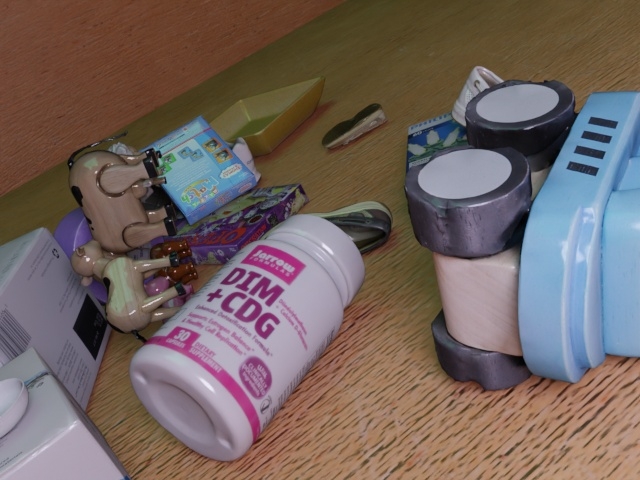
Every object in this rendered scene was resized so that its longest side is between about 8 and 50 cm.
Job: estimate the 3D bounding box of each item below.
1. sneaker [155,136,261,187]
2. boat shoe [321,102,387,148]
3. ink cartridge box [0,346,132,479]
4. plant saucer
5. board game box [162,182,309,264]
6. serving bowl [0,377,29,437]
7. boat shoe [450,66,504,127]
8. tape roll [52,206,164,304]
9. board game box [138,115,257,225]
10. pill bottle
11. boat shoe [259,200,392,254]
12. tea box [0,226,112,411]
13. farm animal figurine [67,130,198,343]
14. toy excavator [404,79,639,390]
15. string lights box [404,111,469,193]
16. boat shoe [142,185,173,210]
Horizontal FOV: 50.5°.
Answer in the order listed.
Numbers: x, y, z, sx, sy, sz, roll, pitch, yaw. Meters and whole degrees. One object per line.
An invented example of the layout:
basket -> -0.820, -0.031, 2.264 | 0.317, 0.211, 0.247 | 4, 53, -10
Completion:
sneaker -> -0.281, -0.187, 1.517 | 0.297, 0.129, 0.111 | 3, 40, 10
boat shoe -> 0.075, -0.241, 1.487 | 0.153, 0.048, 0.056 | -35, 37, -4
ink cartridge box -> -0.308, 0.256, 0.715 | 0.168, 0.171, 0.233 | -37, 26, -21
plant saucer -> -0.174, -0.300, 1.796 | 0.333, 0.081, 0.333 | -6, 32, 39
board game box -> -0.211, -0.027, 1.334 | 0.347, 0.056, 0.208 | -3, 37, 41
serving bowl -> -0.313, 0.170, 0.647 | 0.083, 0.027, 0.083 | -22, 24, 10
boat shoe -> 0.297, -0.167, 0.945 | 0.098, 0.096, 0.277 | -14, 40, -37
tape roll -> -0.379, 0.024, 1.223 | 0.080, 0.189, 0.189 | -5, 32, 40
board game box -> -0.254, -0.147, 1.382 | 0.160, 0.039, 0.211 | -33, 59, -15
pill bottle -> -0.072, 0.100, 0.802 | 0.160, 0.160, 0.283 | -3, 33, 41
boat shoe -> 0.001, 0.001, 1.027 | 0.224, 0.080, 0.073 | -17, 21, 10
tea box -> -0.523, 0.191, 0.997 | 0.323, 0.220, 0.329 | -25, 24, 4
farm animal figurine -> -0.308, 0.003, 1.055 | 0.172, 0.326, 0.330 | -16, 6, -6
toy excavator -> 0.361, -0.031, 0.638 | 0.445, 0.222, 0.433 | 9, 40, 32
string lights box -> 0.208, -0.122, 1.066 | 0.133, 0.076, 0.259 | -18, 26, 17
boat shoe -> -0.411, -0.102, 1.619 | 0.130, 0.132, 0.355 | -38, 11, 48
